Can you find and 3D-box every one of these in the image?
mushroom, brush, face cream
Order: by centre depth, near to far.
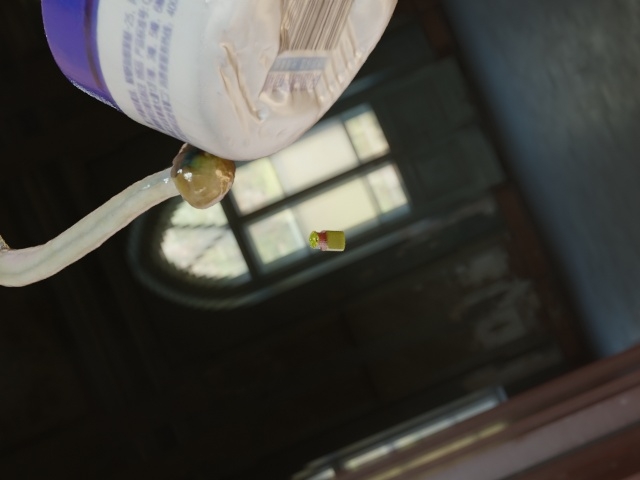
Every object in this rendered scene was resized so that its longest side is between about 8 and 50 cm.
[{"bbox_3d":[-0.034,-0.146,0.780,0.111,0.206,0.206,27,165,21],"label":"face cream"},{"bbox_3d":[-0.161,-0.006,0.959,0.068,0.306,0.043,-35,-76,-43],"label":"mushroom"},{"bbox_3d":[0.000,0.000,1.373,0.083,0.021,0.019,1,-91,-72],"label":"brush"}]
